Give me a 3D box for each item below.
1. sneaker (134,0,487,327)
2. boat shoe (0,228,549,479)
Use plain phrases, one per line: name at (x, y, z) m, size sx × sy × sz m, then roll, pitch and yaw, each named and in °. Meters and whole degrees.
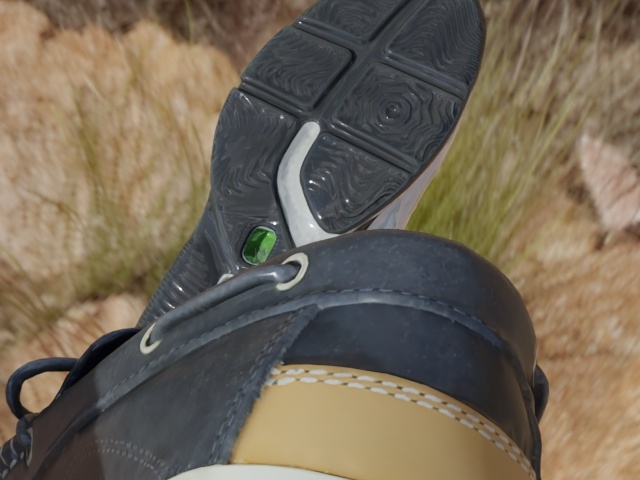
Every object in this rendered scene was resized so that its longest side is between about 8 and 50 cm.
sneaker at (-0.001, 0.000, 1.570) m, size 0.169 × 0.257 × 0.447 m, roll 27°, pitch 78°, yaw 17°
boat shoe at (-0.056, 0.130, 0.801) m, size 0.186 × 0.500 × 0.156 m, roll 25°, pitch 61°, yaw -15°
